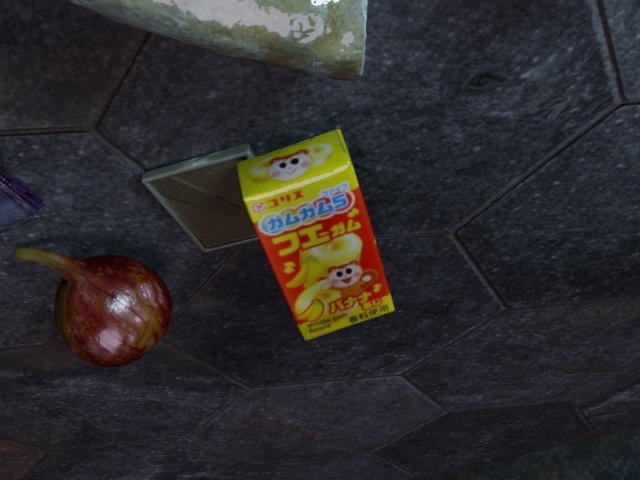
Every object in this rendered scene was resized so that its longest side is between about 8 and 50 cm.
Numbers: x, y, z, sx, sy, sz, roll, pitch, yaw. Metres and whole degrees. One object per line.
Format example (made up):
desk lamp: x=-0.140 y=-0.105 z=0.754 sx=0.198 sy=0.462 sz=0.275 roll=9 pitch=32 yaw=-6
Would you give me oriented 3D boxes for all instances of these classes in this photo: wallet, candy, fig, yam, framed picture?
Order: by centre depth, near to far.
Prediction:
yam: x=-0.092 y=-0.233 z=0.673 sx=0.331 sy=0.133 sz=0.133 roll=10 pitch=144 yaw=-20
wallet: x=-0.456 y=-0.043 z=0.976 sx=0.166 sy=0.030 sz=0.111 roll=-19 pitch=142 yaw=14
candy: x=0.000 y=0.000 z=1.011 sx=0.146 sy=0.088 sz=0.276 roll=-17 pitch=130 yaw=1
framed picture: x=-0.133 y=-0.051 z=1.047 sx=0.150 sy=0.015 sz=0.203 roll=-14 pitch=148 yaw=10
fig: x=-0.320 y=0.082 z=1.099 sx=0.175 sy=0.175 sz=0.207 roll=-17 pitch=128 yaw=14
